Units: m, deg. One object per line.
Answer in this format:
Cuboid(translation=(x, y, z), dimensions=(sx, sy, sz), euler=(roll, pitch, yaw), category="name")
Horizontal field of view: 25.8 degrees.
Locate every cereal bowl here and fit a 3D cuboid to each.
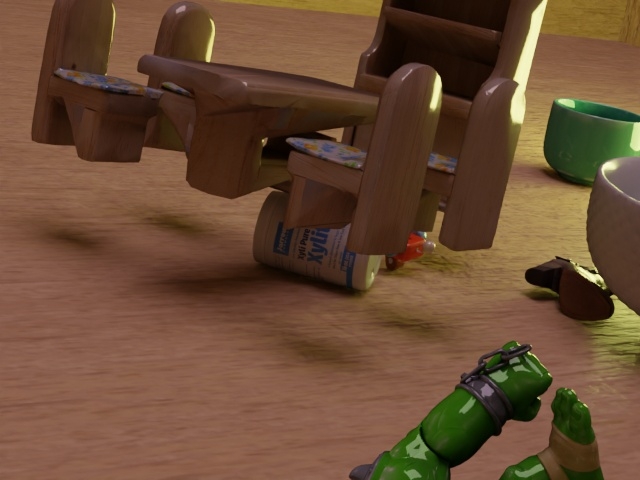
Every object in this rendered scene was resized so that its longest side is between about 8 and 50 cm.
Cuboid(translation=(0.399, 0.036, 1.265), dimensions=(0.339, 0.141, 0.339), euler=(9, 16, -3), category="cereal bowl")

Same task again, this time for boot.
Cuboid(translation=(0.254, 0.045, 1.324), dimensions=(0.087, 0.042, 0.118), euler=(2, 21, -41), category="boot")

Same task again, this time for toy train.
Cuboid(translation=(0.078, -0.008, 1.383), dimensions=(0.125, 0.046, 0.166), euler=(20, 22, 26), category="toy train")

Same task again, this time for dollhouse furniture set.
Cuboid(translation=(0.023, -0.162, 1.234), dimensions=(0.362, 0.256, 0.394), euler=(19, 12, 35), category="dollhouse furniture set")

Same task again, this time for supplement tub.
Cuboid(translation=(0.000, 0.000, 1.253), dimensions=(0.107, 0.071, 0.071), euler=(14, 16, 12), category="supplement tub")

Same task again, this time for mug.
Cuboid(translation=(0.378, -0.127, 1.885), dimensions=(0.158, 0.097, 0.129), euler=(6, 16, -18), category="mug")

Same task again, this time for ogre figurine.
Cuboid(translation=(0.094, 0.154, 0.680), dimensions=(0.118, 0.197, 0.097), euler=(-21, -8, -7), category="ogre figurine")
